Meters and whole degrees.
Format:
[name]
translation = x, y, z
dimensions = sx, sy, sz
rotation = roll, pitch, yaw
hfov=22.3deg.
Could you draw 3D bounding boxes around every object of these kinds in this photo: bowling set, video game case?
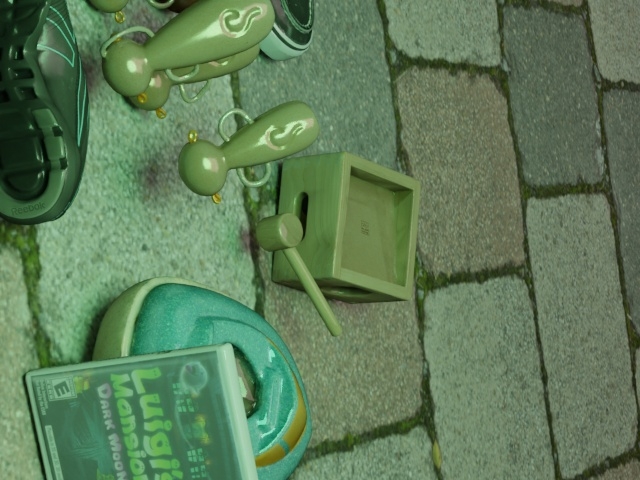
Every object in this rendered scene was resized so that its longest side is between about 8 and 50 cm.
[bowling set]
translation = -0.135, -0.180, 1.406
dimensions = 0.154, 0.200, 0.287
rotation = -26, 107, -14
[video game case]
translation = -0.132, 0.183, 1.257
dimensions = 0.022, 0.173, 0.190
rotation = -26, 106, -70

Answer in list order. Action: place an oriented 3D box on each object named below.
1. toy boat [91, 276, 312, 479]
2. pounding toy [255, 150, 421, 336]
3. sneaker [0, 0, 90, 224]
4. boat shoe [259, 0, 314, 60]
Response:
[toy boat]
translation = -0.083, 0.195, 1.362
dimensions = 0.267, 0.148, 0.318
rotation = 29, 59, -54
[pounding toy]
translation = -0.005, 0.008, 1.602
dimensions = 0.206, 0.094, 0.181
rotation = 18, 73, -47
[sneaker]
translation = -0.236, -0.141, 1.261
dimensions = 0.106, 0.101, 0.267
rotation = 23, 61, -80
[boat shoe]
translation = -0.041, -0.332, 1.591
dimensions = 0.113, 0.105, 0.306
rotation = -21, 101, -59
